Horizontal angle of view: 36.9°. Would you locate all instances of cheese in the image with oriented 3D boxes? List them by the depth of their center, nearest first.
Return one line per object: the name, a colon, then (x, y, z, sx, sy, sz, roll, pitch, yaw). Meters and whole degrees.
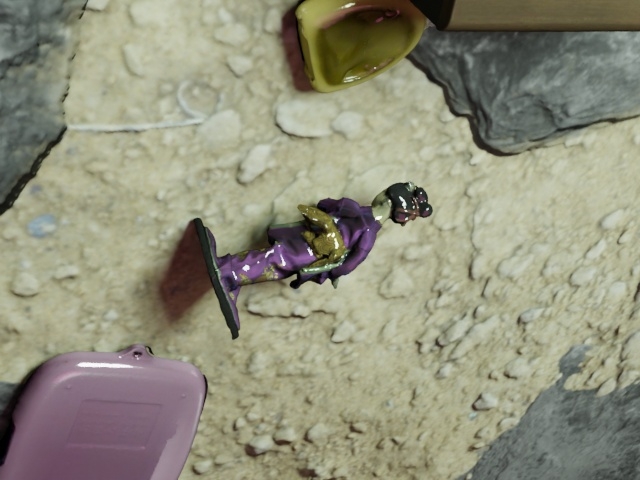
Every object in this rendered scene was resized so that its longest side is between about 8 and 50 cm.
cheese: (0.062, -0.172, 0.751, 0.163, 0.036, 0.086, -20, 133, -9)

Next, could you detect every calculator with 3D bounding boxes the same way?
calculator: (-0.221, 0.217, 0.928, 0.194, 0.043, 0.294, 11, 120, -30)

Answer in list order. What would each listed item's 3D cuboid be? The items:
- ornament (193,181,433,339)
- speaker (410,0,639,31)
ornament: (-0.005, -0.004, 0.828, 0.203, 0.081, 0.088, -25, 134, -7)
speaker: (0.173, -0.246, 0.664, 0.231, 0.153, 0.192, -5, 128, -21)
